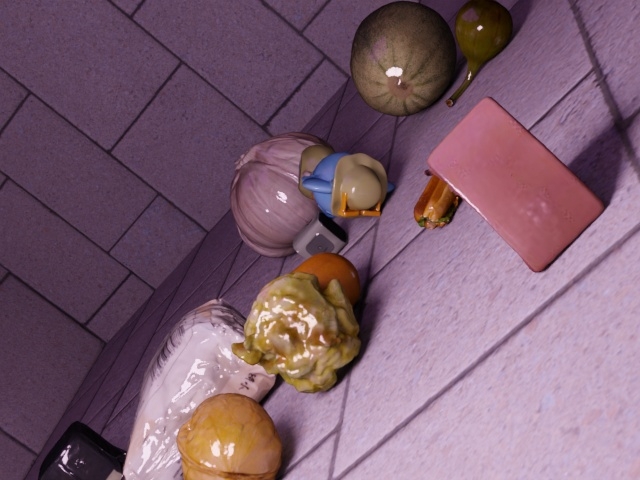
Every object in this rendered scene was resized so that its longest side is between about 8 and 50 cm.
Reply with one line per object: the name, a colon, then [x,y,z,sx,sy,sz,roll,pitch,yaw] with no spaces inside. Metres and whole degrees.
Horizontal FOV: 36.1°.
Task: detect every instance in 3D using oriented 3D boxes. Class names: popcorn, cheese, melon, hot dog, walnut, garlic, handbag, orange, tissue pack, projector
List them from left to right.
handbag: [-0.515,0.517,2.162,0.181,0.181,0.254,-54,10,-11]
tissue pack: [-0.248,0.294,1.822,0.375,0.195,0.390,-54,11,2]
walnut: [-0.135,0.309,1.452,0.159,0.159,0.206,-50,17,3]
garlic: [-0.089,-0.118,2.333,0.317,0.259,0.317,-45,9,9]
popcorn: [-0.031,0.143,1.512,0.167,0.186,0.187,115,174,-50]
orange: [-0.002,0.093,1.678,0.156,0.124,0.156,-36,0,0]
projector: [0.000,0.000,2.055,0.082,0.083,0.083,-47,13,17]
melon: [0.188,-0.413,2.243,0.248,0.249,0.329,-44,20,29]
hot dog: [0.211,-0.091,1.613,0.072,0.055,0.188,-26,27,57]
cheese: [0.253,-0.046,1.204,0.128,0.203,0.177,-45,43,10]

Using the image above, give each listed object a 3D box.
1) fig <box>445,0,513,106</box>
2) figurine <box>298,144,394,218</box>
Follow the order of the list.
fig: [0.324,-0.389,2.061,0.124,0.124,0.236,-99,25,-75]
figurine: [0.045,-0.122,2.034,0.153,0.180,0.262,-56,20,5]
